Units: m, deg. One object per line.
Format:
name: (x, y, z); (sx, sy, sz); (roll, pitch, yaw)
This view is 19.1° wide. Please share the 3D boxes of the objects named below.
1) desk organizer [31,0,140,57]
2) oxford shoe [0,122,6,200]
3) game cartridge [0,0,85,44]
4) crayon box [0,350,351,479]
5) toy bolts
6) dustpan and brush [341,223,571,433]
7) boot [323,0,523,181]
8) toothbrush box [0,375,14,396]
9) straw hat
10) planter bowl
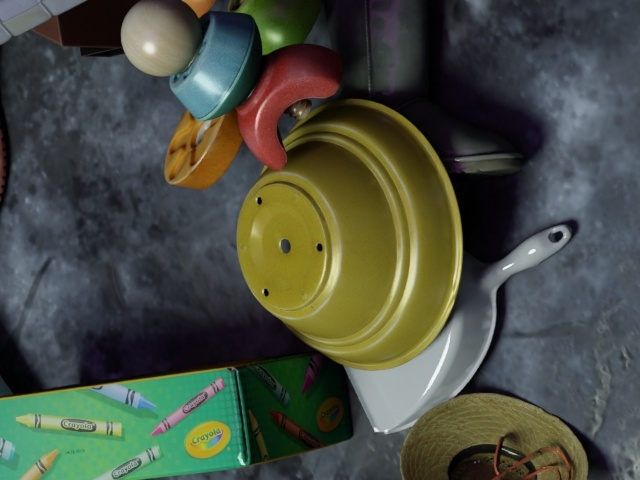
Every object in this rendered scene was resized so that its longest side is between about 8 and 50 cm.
desk organizer: (-0.203, -0.185, 1.621); (0.047, 0.130, 0.050); (-9, 90, 29)
oxford shoe: (-0.363, -0.121, 1.715); (0.123, 0.130, 0.348); (7, 96, 29)
game cartridge: (-0.314, -0.308, 1.611); (0.230, 0.068, 0.355); (-24, 57, 2)
crayon box: (-0.136, 0.151, 1.577); (0.278, 0.165, 0.081); (-10, 88, 30)
toy bolts: (-0.103, -0.141, 1.480); (0.218, 0.158, 0.228); (-57, 23, 15)
dustpan and brush: (0.106, 0.044, 1.504); (0.211, 0.060, 0.147); (-36, 70, 33)
boot: (0.076, -0.152, 1.503); (0.189, 0.076, 0.208); (4, 88, 30)
toothbrush box: (-0.367, 0.212, 1.702); (0.216, 0.126, 0.295); (-39, 82, 31)
straw hat: (0.134, 0.191, 1.480); (0.144, 0.144, 0.061); (29, 146, 26)
planter bowl: (0.000, 0.000, 1.475); (0.217, 0.090, 0.217); (7, 100, 44)
